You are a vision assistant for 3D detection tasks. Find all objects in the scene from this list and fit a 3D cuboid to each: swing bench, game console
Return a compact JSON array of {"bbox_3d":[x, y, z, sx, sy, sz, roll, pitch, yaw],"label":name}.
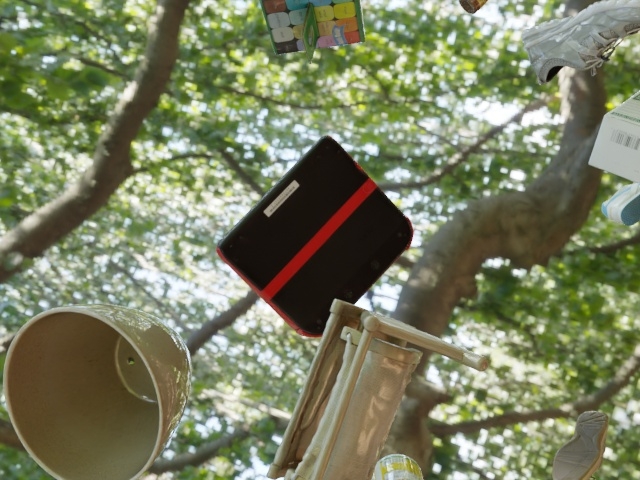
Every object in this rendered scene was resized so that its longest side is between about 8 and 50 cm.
[{"bbox_3d":[0.051,0.221,1.083,0.253,0.165,0.254,-70,16,-3],"label":"swing bench"},{"bbox_3d":[0.000,0.000,1.972,0.386,0.342,0.060,-47,11,-9],"label":"game console"}]

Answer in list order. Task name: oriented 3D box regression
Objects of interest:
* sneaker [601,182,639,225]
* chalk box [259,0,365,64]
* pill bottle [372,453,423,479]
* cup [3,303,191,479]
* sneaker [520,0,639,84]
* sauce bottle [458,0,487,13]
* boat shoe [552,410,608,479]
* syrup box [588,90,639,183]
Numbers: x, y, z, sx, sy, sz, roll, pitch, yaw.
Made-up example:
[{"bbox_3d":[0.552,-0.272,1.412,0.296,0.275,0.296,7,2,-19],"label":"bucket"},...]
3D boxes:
[{"bbox_3d":[0.818,-0.122,2.136,0.228,0.092,0.087,-29,-66,-16],"label":"sneaker"},{"bbox_3d":[-0.017,-0.465,1.538,0.180,0.179,0.289,72,-169,-65],"label":"chalk box"},{"bbox_3d":[0.170,0.549,1.794,0.208,0.117,0.118,-88,11,-81],"label":"pill bottle"},{"bbox_3d":[-0.368,0.256,1.542,0.237,0.331,0.331,-24,-52,-66],"label":"cup"},{"bbox_3d":[0.486,-0.348,1.467,0.105,0.281,0.115,-15,-87,-36],"label":"sneaker"},{"bbox_3d":[0.288,-0.440,1.428,0.128,0.042,0.042,-47,-26,-7],"label":"sauce bottle"},{"bbox_3d":[0.662,0.541,2.105,0.285,0.104,0.089,-38,-59,-45],"label":"boat shoe"},{"bbox_3d":[0.551,-0.185,1.435,0.237,0.093,0.096,-31,-41,-47],"label":"syrup box"}]
